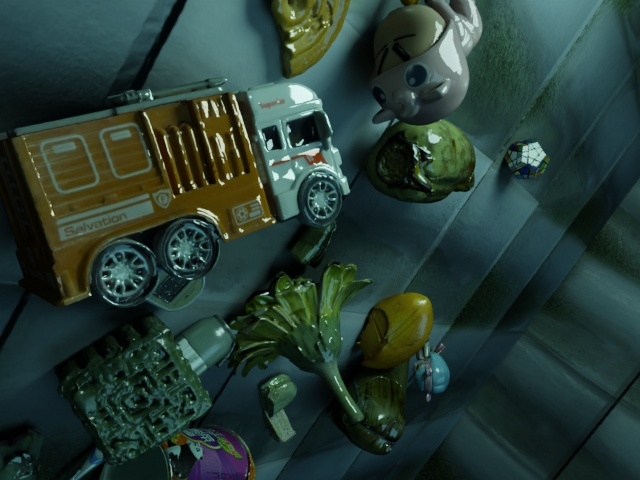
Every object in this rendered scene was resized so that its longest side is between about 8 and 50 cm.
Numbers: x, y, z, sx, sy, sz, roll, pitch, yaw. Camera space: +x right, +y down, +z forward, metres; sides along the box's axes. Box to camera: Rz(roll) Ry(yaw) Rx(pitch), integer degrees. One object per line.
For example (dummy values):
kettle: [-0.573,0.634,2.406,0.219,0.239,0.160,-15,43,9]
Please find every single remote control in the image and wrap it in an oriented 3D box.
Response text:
remote control: [-0.249,0.033,0.798,0.087,0.047,0.244,-50,147,-7]

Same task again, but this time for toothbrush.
toothbrush: [-0.360,0.348,0.984,0.386,0.040,0.040,-43,147,-11]

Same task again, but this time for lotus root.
lotus root: [0.201,-0.142,1.071,0.309,0.173,0.173,0,123,-56]

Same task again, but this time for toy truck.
toy truck: [-0.158,-0.078,0.663,0.388,0.173,0.206,-24,109,-36]

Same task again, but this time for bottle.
bottle: [-0.255,0.228,0.949,0.254,0.080,0.096,-39,122,-18]

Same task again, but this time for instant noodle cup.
instant noodle cup: [-0.271,0.456,1.032,0.251,0.251,0.190,-53,139,4]

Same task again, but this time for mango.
mango: [0.196,0.226,1.448,0.126,0.154,0.252,-15,148,-53]

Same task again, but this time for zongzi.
zongzi: [0.000,0.000,1.067,0.109,0.055,0.119,-54,159,3]
zongzi: [0.187,0.382,1.506,0.360,0.160,0.323,-51,-176,-12]

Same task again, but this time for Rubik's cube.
Rubik's cube: [0.532,-0.210,1.457,0.093,0.111,0.111,8,120,-22]

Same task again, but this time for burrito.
burrito: [-0.497,0.416,0.862,0.096,0.066,0.309,7,117,-47]

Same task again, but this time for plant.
plant: [-0.044,0.186,1.065,0.261,0.296,0.306,23,130,-29]

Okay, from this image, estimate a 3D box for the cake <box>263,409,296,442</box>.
cake: [-0.112,0.433,1.383,0.052,0.065,0.121,-34,121,-24]

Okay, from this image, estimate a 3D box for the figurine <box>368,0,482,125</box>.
figurine: [0.167,-0.306,0.899,0.186,0.176,0.287,46,63,-17]

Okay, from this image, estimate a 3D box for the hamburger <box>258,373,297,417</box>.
hamburger: [-0.094,0.354,1.307,0.084,0.054,0.121,-34,147,-31]

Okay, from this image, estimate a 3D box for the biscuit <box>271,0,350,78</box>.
biscuit: [-0.010,-0.327,0.738,0.145,0.033,0.224,-34,145,-24]

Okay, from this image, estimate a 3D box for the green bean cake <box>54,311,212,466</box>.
green bean cake: [-0.272,0.223,0.840,0.173,0.094,0.181,-30,108,-21]

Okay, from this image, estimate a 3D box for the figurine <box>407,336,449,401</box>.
figurine: [0.311,0.316,1.613,0.260,0.103,0.205,-79,174,-63]
